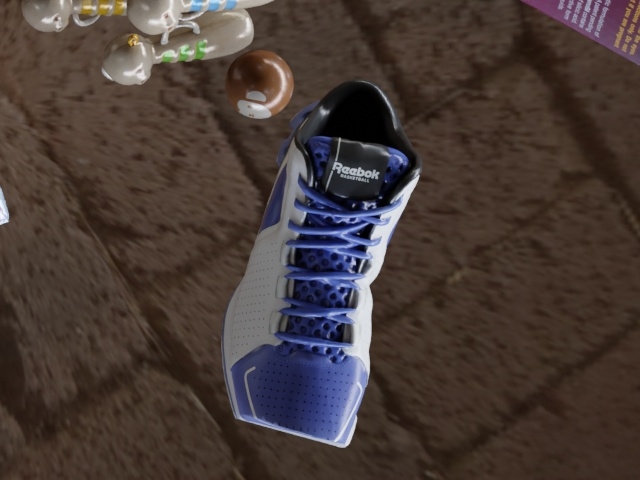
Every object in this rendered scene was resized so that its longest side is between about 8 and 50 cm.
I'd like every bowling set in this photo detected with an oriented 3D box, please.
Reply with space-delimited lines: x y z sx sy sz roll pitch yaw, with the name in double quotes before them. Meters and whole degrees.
"bowling set" -0.114 -0.181 1.313 0.154 0.287 0.199 -18 73 -23

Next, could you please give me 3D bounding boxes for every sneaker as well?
"sneaker" 0.000 -0.001 1.409 0.128 0.182 0.315 12 73 -4

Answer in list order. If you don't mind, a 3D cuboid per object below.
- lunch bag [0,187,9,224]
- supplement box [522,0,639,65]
"lunch bag" -0.289 -0.038 1.330 0.083 0.053 0.071 -1 138 9
"supplement box" 0.143 -0.177 0.902 0.188 0.080 0.104 32 59 14
